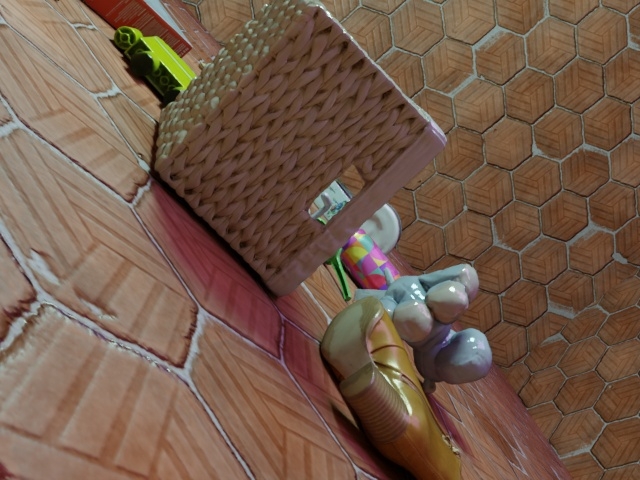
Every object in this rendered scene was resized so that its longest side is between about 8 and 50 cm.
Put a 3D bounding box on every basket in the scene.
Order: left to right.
[{"bbox_3d":[-0.048,-0.159,1.075,0.266,0.328,0.331,42,11,-24],"label":"basket"}]

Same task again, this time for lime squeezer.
[{"bbox_3d":[0.000,0.000,1.566,0.310,0.059,0.110,54,8,20],"label":"lime squeezer"}]

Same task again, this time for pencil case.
[{"bbox_3d":[0.129,0.084,1.765,0.236,0.104,0.104,49,7,10],"label":"pencil case"}]

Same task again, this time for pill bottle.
[{"bbox_3d":[0.139,-0.033,2.063,0.176,0.176,0.318,51,8,4],"label":"pill bottle"}]

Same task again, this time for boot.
[{"bbox_3d":[0.101,0.216,1.010,0.211,0.104,0.295,53,11,-17],"label":"boot"}]

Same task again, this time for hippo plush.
[{"bbox_3d":[0.208,0.200,1.467,0.294,0.234,0.236,-8,-70,50],"label":"hippo plush"}]

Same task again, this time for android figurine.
[{"bbox_3d":[-0.286,-0.308,1.396,0.248,0.056,0.273,48,8,-15],"label":"android figurine"}]

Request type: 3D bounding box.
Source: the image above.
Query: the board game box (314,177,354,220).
[{"bbox_3d":[0.013,-0.171,2.313,0.303,0.097,0.224,52,7,18],"label":"board game box"}]

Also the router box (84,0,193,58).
[{"bbox_3d":[-0.448,-0.552,1.534,0.335,0.082,0.301,54,9,28],"label":"router box"}]

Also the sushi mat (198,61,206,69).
[{"bbox_3d":[-0.250,-0.406,2.206,0.316,0.019,0.151,51,9,9],"label":"sushi mat"}]

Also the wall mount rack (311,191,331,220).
[{"bbox_3d":[-0.117,-0.178,1.430,0.350,0.130,0.304,56,6,38],"label":"wall mount rack"}]
